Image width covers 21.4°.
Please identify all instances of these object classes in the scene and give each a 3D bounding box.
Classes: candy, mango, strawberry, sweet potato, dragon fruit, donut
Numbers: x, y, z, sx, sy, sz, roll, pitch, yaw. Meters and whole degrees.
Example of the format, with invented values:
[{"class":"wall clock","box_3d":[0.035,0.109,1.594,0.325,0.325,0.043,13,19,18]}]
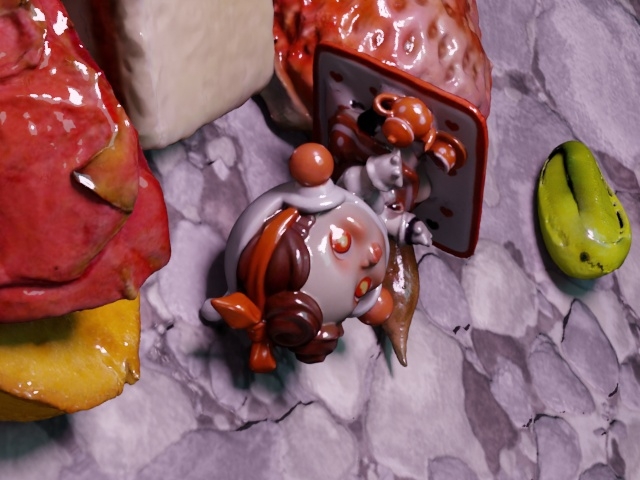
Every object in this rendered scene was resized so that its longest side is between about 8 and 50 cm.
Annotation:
[{"class":"candy","box_3d":[-0.135,-0.235,1.194,0.179,0.135,0.321,-41,137,-46]},{"class":"mango","box_3d":[0.253,-0.028,1.650,0.091,0.074,0.165,28,38,-27]},{"class":"strawberry","box_3d":[0.066,-0.211,1.490,0.265,0.149,0.336,35,45,-27]},{"class":"sweet potato","box_3d":[0.064,0.050,1.416,0.049,0.049,0.117,13,62,-43]},{"class":"dragon fruit","box_3d":[-0.247,-0.081,1.009,0.317,0.152,0.205,43,55,15]},{"class":"donut","box_3d":[-0.202,0.036,1.117,0.174,0.074,0.190,13,55,-41]}]

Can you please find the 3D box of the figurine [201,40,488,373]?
[{"class":"figurine","box_3d":[0.000,0.000,1.290,0.160,0.183,0.226,27,56,21]}]
